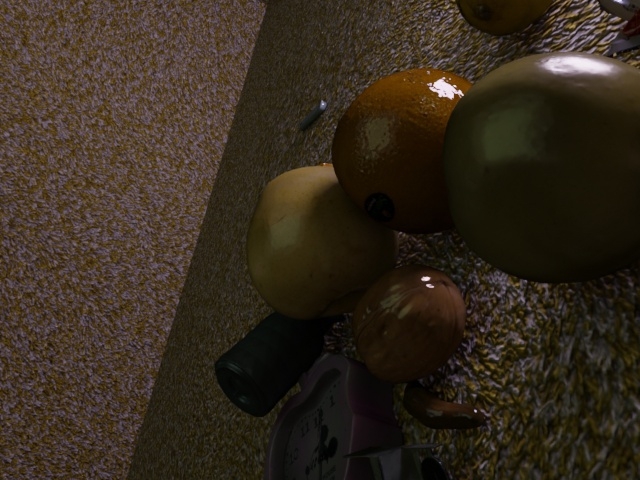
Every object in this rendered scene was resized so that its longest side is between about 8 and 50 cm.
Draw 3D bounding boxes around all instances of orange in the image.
[{"bbox_3d":[0.156,-0.144,0.944,0.274,0.274,0.274,-48,30,41],"label":"orange"}]

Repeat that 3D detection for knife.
[{"bbox_3d":[-0.026,-0.412,1.908,0.162,0.023,0.044,-31,45,56],"label":"knife"}]

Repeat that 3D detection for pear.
[{"bbox_3d":[0.000,0.000,1.126,0.309,0.309,0.309,-48,30,41],"label":"pear"}]

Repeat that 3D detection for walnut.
[{"bbox_3d":[0.137,0.126,0.899,0.197,0.165,0.165,-55,26,30],"label":"walnut"}]

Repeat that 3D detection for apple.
[{"bbox_3d":[0.272,-0.081,0.667,0.262,0.262,0.263,-48,30,41],"label":"apple"}]

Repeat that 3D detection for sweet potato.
[{"bbox_3d":[0.170,0.249,0.851,0.182,0.053,0.053,2,82,64],"label":"sweet potato"}]

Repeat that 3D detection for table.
[{"bbox_3d":[0.114,0.361,0.793,0.175,0.062,0.146,-34,67,56],"label":"table"}]

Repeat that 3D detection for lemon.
[{"bbox_3d":[0.312,-0.446,0.976,0.181,0.180,0.193,-50,30,39],"label":"lemon"}]

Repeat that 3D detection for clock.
[{"bbox_3d":[0.014,0.375,1.035,0.338,0.102,0.339,-49,28,39],"label":"clock"}]

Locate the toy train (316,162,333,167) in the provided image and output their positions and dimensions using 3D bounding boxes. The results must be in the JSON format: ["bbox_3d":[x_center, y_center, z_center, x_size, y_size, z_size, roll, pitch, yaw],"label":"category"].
[{"bbox_3d":[0.049,-0.122,1.384,0.296,0.100,0.161,-7,63,65],"label":"toy train"}]

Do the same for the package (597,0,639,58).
[{"bbox_3d":[0.458,-0.308,0.668,0.269,0.071,0.194,-18,64,39],"label":"package"}]

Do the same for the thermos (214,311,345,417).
[{"bbox_3d":[-0.086,0.221,1.219,0.182,0.145,0.286,4,32,41],"label":"thermos"}]
